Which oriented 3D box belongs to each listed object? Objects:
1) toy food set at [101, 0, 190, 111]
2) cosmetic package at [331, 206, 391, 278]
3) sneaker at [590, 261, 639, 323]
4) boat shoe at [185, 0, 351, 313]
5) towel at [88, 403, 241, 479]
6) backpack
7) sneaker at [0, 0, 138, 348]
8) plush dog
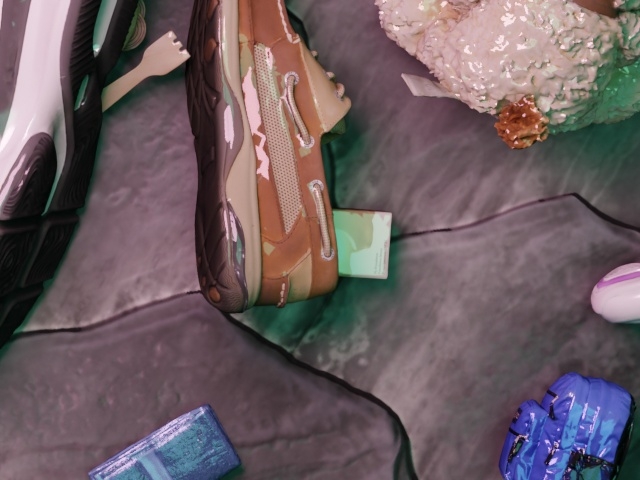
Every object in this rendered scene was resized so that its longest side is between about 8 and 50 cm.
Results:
[{"bbox_3d":[-0.205,-0.201,1.508,0.132,0.038,0.192,-33,98,16],"label":"toy food set"},{"bbox_3d":[0.000,0.000,1.552,0.115,0.041,0.060,2,93,-8],"label":"cosmetic package"},{"bbox_3d":[0.385,0.078,1.575,0.305,0.114,0.152,2,92,-8],"label":"sneaker"},{"bbox_3d":[-0.041,-0.100,1.492,0.120,0.122,0.323,0,82,-16],"label":"boat shoe"},{"bbox_3d":[-0.131,0.194,1.553,0.119,0.029,0.067,-31,98,-5],"label":"towel"},{"bbox_3d":[0.214,0.172,1.566,0.101,0.098,0.120,22,91,-5],"label":"backpack"},{"bbox_3d":[-0.316,-0.115,1.467,0.258,0.169,0.447,22,100,12],"label":"sneaker"},{"bbox_3d":[0.193,-0.204,1.459,0.262,0.210,0.225,22,113,-8],"label":"plush dog"}]
